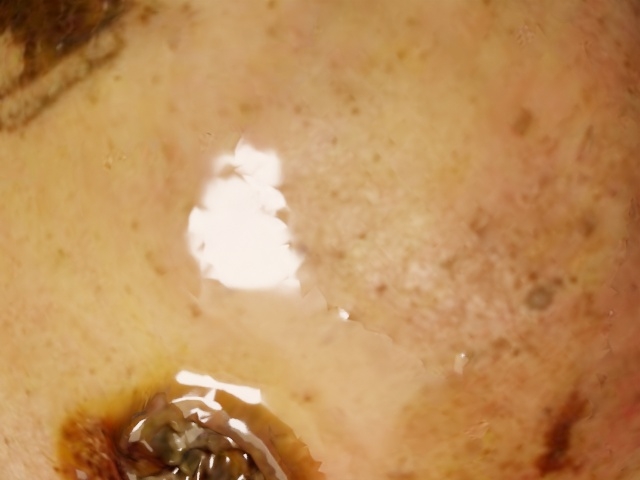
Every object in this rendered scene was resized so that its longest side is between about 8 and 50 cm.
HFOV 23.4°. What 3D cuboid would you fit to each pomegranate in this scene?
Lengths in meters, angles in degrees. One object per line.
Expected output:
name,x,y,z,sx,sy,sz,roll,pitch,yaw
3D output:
pomegranate,0.000,0.000,0.547,0.322,0.322,0.322,11,140,9
